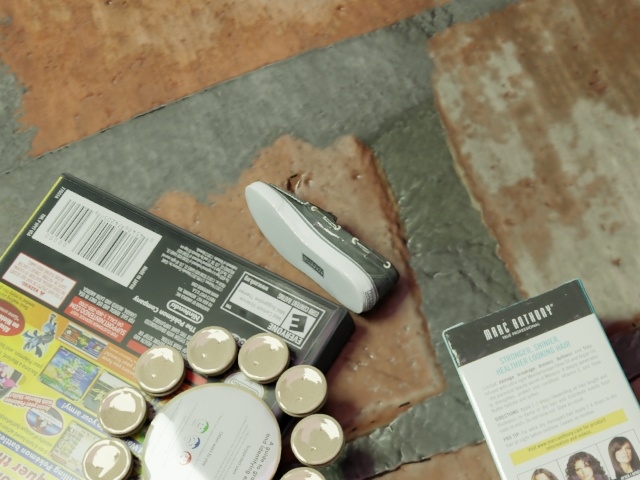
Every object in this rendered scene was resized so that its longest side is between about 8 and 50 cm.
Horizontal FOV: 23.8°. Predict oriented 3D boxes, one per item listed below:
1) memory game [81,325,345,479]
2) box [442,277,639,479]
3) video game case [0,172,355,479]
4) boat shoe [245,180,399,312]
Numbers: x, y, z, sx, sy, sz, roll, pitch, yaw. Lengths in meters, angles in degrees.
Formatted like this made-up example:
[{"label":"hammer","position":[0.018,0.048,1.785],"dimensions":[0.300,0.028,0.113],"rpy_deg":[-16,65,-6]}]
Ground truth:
[{"label":"memory game","position":[-0.074,0.143,1.035],"dimensions":[0.186,0.012,0.186],"rpy_deg":[-6,60,10]},{"label":"box","position":[0.168,0.152,0.970],"dimensions":[0.100,0.060,0.244],"rpy_deg":[-22,58,3]},{"label":"video game case","position":[-0.153,0.101,1.108],"dimensions":[0.275,0.035,0.248],"rpy_deg":[25,70,26]},{"label":"boat shoe","position":[0.000,0.000,1.118],"dimensions":[0.040,0.049,0.142],"rpy_deg":[-32,57,-26]}]
